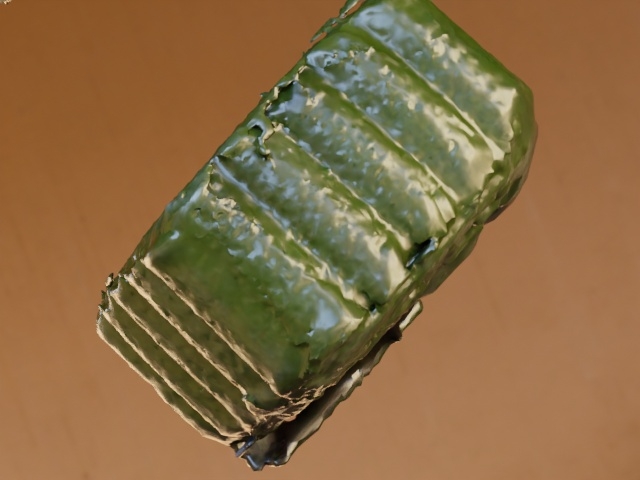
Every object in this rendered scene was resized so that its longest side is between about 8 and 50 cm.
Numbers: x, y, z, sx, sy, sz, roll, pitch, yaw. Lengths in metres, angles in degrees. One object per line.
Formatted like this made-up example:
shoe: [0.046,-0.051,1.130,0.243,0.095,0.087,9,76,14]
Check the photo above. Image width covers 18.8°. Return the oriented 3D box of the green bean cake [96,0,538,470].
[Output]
green bean cake: [0.000,0.000,1.502,0.335,0.218,0.319,-51,1,-21]

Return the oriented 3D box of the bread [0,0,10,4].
bread: [-0.168,-0.140,0.779,0.082,0.125,0.106,-44,15,19]
